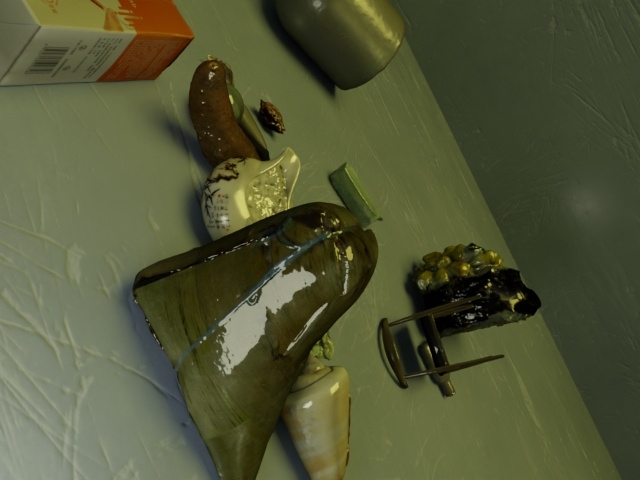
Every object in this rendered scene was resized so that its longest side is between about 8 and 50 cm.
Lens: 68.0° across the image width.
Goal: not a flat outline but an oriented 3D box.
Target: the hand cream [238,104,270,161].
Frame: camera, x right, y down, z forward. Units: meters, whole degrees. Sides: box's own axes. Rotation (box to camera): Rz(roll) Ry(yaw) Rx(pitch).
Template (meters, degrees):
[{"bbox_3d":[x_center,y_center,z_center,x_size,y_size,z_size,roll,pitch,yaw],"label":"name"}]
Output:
[{"bbox_3d":[-0.156,-0.238,1.064,0.186,0.054,0.087,57,-15,22],"label":"hand cream"}]

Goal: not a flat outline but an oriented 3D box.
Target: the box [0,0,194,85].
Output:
[{"bbox_3d":[-0.401,-0.394,0.781,0.224,0.144,0.341,59,30,-5],"label":"box"}]

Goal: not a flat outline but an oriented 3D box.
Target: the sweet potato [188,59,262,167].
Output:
[{"bbox_3d":[-0.189,-0.199,0.953,0.341,0.114,0.092,69,13,-50],"label":"sweet potato"}]

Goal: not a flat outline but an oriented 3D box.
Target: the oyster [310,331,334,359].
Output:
[{"bbox_3d":[-0.029,0.096,0.952,0.199,0.087,0.251,58,32,-61],"label":"oyster"}]

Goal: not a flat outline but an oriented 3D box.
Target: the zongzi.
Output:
[{"bbox_3d":[-0.050,0.160,0.664,0.174,0.356,0.392,-2,70,-67],"label":"zongzi"}]

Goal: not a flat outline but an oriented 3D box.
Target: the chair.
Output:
[{"bbox_3d":[0.305,0.266,1.249,0.166,0.273,0.187,62,13,-70],"label":"chair"}]

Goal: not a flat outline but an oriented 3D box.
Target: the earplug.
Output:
[{"bbox_3d":[0.046,-0.739,1.541,0.394,0.313,0.312,36,39,-35],"label":"earplug"}]

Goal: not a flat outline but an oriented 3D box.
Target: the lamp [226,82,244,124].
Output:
[{"bbox_3d":[-0.214,-0.283,1.004,0.105,0.105,0.105,36,40,-37],"label":"lamp"}]

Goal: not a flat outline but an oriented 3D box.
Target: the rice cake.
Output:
[{"bbox_3d":[0.103,-0.126,1.386,0.206,0.069,0.063,59,29,-10],"label":"rice cake"}]

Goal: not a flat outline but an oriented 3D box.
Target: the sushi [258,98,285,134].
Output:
[{"bbox_3d":[-0.126,-0.309,1.202,0.099,0.050,0.047,45,29,-16],"label":"sushi"}]

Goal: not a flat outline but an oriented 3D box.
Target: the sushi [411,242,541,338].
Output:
[{"bbox_3d":[0.476,0.139,1.487,0.328,0.329,0.284,9,65,-48],"label":"sushi"}]

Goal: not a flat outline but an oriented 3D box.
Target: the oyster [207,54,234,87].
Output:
[{"bbox_3d":[-0.244,-0.385,1.123,0.081,0.038,0.083,22,74,-34],"label":"oyster"}]

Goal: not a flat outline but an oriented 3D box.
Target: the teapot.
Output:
[{"bbox_3d":[-0.125,-0.046,0.897,0.208,0.166,0.299,57,25,-42],"label":"teapot"}]

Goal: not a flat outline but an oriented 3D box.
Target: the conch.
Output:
[{"bbox_3d":[-0.012,0.328,0.839,0.158,0.127,0.254,50,42,-81],"label":"conch"}]

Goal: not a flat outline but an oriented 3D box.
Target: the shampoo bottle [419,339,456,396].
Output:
[{"bbox_3d":[0.342,0.369,1.373,0.080,0.040,0.165,-15,80,-59],"label":"shampoo bottle"}]
